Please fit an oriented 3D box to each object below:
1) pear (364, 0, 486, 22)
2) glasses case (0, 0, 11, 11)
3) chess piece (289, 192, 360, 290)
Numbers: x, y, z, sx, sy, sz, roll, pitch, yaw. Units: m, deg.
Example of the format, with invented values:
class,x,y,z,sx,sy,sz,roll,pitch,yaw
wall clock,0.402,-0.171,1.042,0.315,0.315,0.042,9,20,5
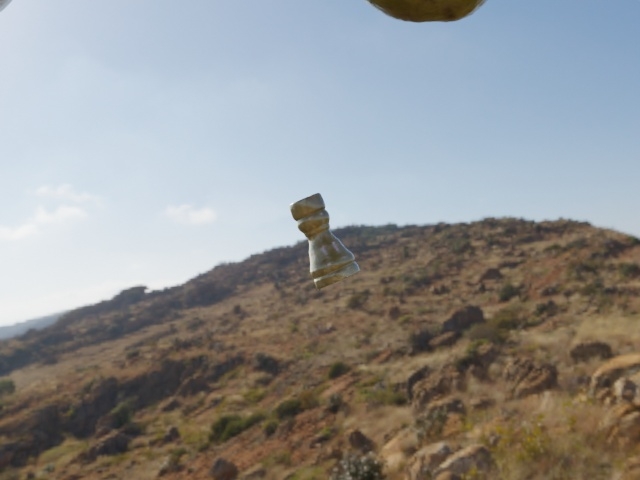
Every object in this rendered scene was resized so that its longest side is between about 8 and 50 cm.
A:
class,x,y,z,sx,sy,sz,roll,pitch,yaw
pear,0.096,-0.385,0.738,0.252,0.307,0.253,-6,38,5
glasses case,-0.351,-0.277,0.733,0.081,0.051,0.204,-40,14,-35
chess piece,0.000,0.000,0.955,0.066,0.122,0.066,-25,-2,-1
